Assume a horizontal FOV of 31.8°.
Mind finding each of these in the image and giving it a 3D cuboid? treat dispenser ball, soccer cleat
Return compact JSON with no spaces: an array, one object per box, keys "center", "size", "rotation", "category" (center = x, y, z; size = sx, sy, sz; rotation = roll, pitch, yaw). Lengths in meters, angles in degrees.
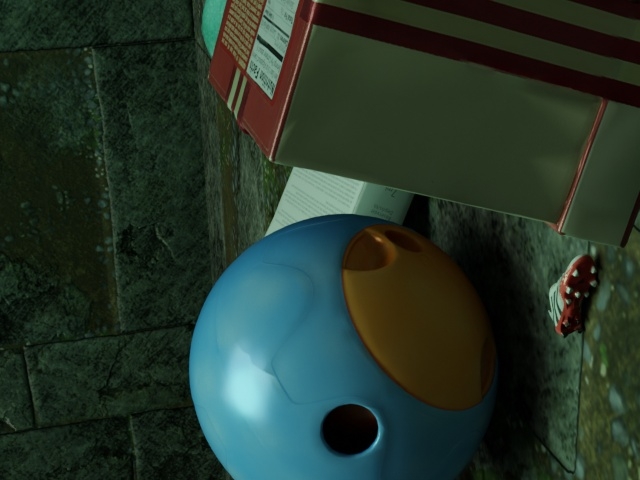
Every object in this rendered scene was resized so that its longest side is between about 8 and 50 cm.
[{"center":[0.022,0.118,1.052],"size":[0.288,0.288,0.288],"rotation":[173,90,-77],"category":"treat dispenser ball"},{"center":[0.191,0.038,0.866],"size":[0.036,0.029,0.083],"rotation":[-117,19,-45],"category":"soccer cleat"}]

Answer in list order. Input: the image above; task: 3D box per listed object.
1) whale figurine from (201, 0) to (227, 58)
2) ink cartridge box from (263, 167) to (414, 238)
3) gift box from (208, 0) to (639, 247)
[{"center":[-0.050,-0.273,1.147],"size":[0.141,0.216,0.272],"rotation":[29,-138,-48],"category":"whale figurine"},{"center":[0.000,0.000,1.329],"size":[0.261,0.066,0.296],"rotation":[-67,17,5],"category":"ink cartridge box"},{"center":[0.102,-0.164,0.673],"size":[0.255,0.258,0.276],"rotation":[-119,45,-62],"category":"gift box"}]
